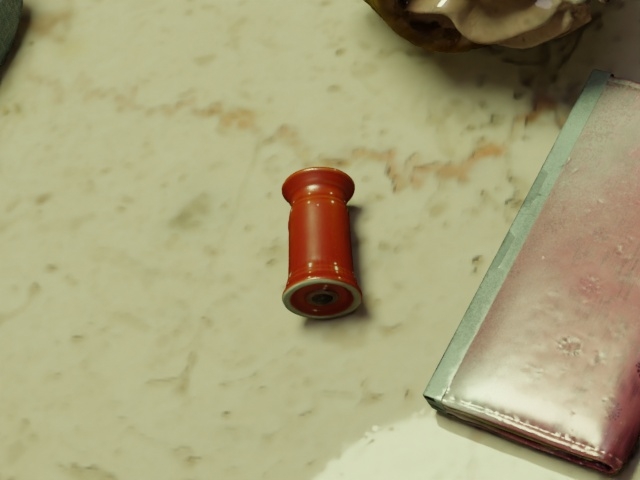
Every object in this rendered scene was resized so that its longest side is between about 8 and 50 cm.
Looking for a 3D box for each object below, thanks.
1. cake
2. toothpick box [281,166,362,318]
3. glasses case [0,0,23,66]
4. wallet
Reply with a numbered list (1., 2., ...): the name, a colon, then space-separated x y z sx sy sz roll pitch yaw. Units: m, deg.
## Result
1. cake: 0.111 -0.191 1.055 0.178 0.207 0.185 43 110 27
2. toothpick box: 0.000 0.000 1.055 0.047 0.047 0.083 -9 57 12
3. glasses case: -0.283 -0.083 1.158 0.067 0.109 0.282 24 70 25
4. wallet: 0.161 0.012 1.008 0.119 0.025 0.232 19 67 27
